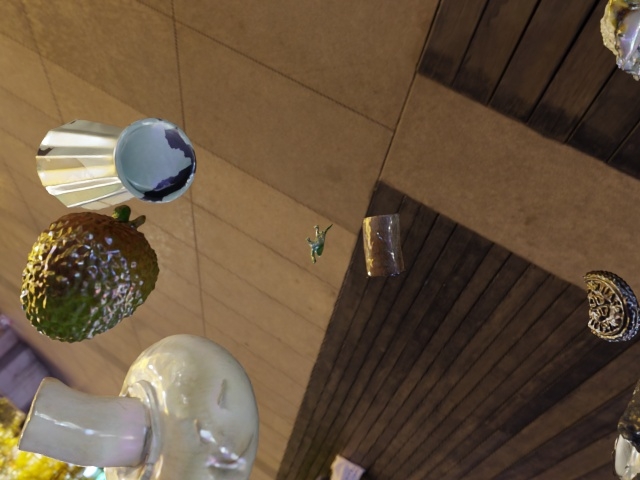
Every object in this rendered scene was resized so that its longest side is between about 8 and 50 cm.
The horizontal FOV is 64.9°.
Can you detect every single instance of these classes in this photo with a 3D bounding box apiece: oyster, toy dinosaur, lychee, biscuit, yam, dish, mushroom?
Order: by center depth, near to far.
[{"bbox_3d":[-0.215,0.026,0.479,0.114,0.146,0.114,21,150,12],"label":"lychee"},{"bbox_3d":[0.359,0.081,0.630,0.089,0.027,0.087,-118,23,-45],"label":"biscuit"},{"bbox_3d":[0.482,-0.288,0.712,0.209,0.071,0.132,-3,146,-4],"label":"oyster"},{"bbox_3d":[-0.272,0.315,0.853,0.356,0.315,0.315,8,139,9],"label":"mushroom"},{"bbox_3d":[0.565,0.370,0.875,0.081,0.229,0.229,16,140,22],"label":"dish"},{"bbox_3d":[0.129,0.010,1.038,0.084,0.084,0.127,-2,97,44],"label":"yam"},{"bbox_3d":[0.000,0.000,1.089,0.029,0.119,0.060,2,120,22],"label":"toy dinosaur"}]

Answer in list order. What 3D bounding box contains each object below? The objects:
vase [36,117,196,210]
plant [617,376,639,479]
[{"bbox_3d":[-0.335,-0.122,0.806,0.360,0.165,0.165,8,136,49],"label":"vase"},{"bbox_3d":[0.509,0.282,0.709,0.142,0.203,0.131,-14,117,53],"label":"plant"}]
